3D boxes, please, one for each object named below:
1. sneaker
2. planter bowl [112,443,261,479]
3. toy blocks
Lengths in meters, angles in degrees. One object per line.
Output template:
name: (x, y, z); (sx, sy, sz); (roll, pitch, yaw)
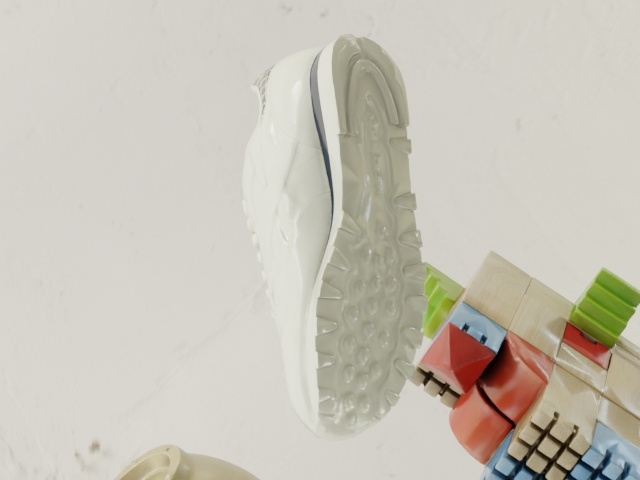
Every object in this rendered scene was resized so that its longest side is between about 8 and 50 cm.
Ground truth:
sneaker: (0.000, 0.000, 0.679); (0.090, 0.095, 0.235); (17, -111, -47)
planter bowl: (-0.113, 0.229, 0.897); (0.162, 0.162, 0.109); (-47, -71, -21)
toy blocks: (0.220, 0.162, 1.005); (0.381, 0.190, 0.261); (34, -155, 6)
